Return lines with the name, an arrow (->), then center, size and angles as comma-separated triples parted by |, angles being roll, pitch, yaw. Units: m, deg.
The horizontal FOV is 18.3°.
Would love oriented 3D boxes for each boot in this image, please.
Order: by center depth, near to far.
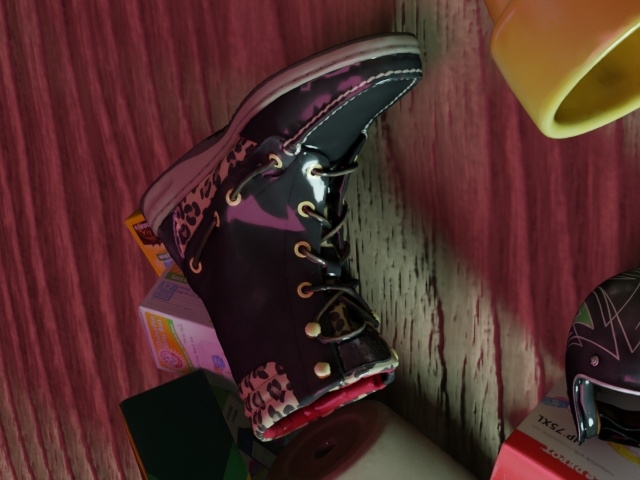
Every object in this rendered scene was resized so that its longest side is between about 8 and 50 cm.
boot -> 0.000, 0.000, 1.861 | 0.377, 0.138, 0.284 | -34, 71, 38

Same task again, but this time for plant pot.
plant pot -> 0.211, -0.246, 1.522 | 0.239, 0.254, 0.254 | 57, 140, 13
plant pot -> 0.068, 0.288, 1.996 | 0.263, 0.263, 0.229 | -17, 116, 46

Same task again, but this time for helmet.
helmet -> 0.293, 0.104, 1.751 | 0.169, 0.169, 0.161 | 25, 136, 24

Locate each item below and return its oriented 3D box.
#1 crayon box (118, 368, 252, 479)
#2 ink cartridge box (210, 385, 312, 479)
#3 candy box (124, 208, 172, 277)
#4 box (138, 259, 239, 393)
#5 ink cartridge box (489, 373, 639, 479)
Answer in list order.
crayon box -> -0.078, 0.369, 2.050 | 0.313, 0.106, 0.363 | -121, 12, -50
ink cartridge box -> -0.046, 0.225, 2.192 | 0.212, 0.093, 0.154 | 33, 136, 14
candy box -> -0.117, -0.004, 2.130 | 0.206, 0.027, 0.105 | -16, 112, 46
box -> -0.071, 0.089, 2.069 | 0.203, 0.114, 0.103 | 15, 141, 23
ink cartridge box -> 0.248, 0.206, 1.820 | 0.134, 0.231, 0.078 | 31, 136, 19
